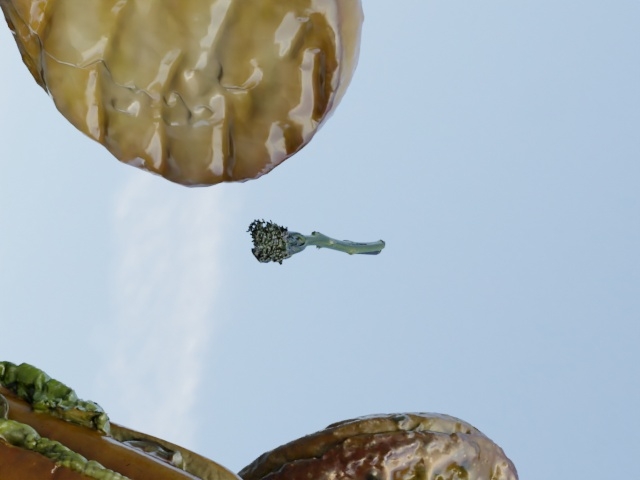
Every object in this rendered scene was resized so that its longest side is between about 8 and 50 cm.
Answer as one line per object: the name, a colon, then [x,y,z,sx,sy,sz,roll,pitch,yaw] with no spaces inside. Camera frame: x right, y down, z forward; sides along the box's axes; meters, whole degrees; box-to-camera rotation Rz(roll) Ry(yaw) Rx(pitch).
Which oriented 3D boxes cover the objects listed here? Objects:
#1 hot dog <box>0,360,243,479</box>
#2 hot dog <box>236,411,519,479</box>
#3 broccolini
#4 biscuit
hot dog: [-0.215,0.178,1.269,0.337,0.135,0.100,17,-61,24]
hot dog: [0.047,0.336,1.718,0.174,0.387,0.267,97,-23,-72]
broccolini: [-0.001,0.000,1.615,0.042,0.218,0.044,6,-86,33]
biscuit: [-0.108,-0.186,1.235,0.296,0.296,0.102,-34,-164,35]
